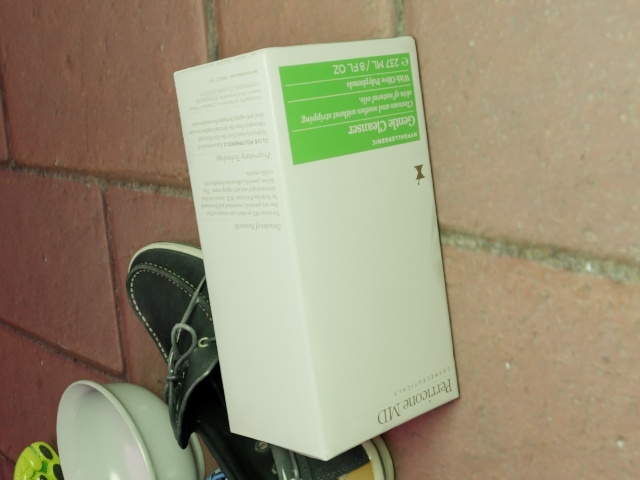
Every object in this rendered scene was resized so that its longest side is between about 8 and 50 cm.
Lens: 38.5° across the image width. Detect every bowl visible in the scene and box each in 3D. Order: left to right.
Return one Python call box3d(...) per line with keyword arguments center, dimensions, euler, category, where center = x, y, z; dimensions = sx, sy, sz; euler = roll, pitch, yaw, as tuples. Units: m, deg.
box3d(center=(-0.265, 0.334, 1.364), dimensions=(0.297, 0.134, 0.298), euler=(18, 114, 47), category="bowl")

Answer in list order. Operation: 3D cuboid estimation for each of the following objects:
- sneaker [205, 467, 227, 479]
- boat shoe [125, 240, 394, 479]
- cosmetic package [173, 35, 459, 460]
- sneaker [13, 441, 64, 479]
box3d(center=(-0.135, 0.341, 1.269), dimensions=(0.144, 0.059, 0.053), euler=(-38, 75, 50), category="sneaker")
box3d(center=(-0.120, 0.167, 1.125), dimensions=(0.500, 0.155, 0.187), euler=(44, 133, 35), category="boat shoe")
box3d(center=(0.000, 0.000, 0.895), dimensions=(0.155, 0.196, 0.366), euler=(0, 103, 49), category="cosmetic package")
box3d(center=(-0.553, 0.536, 1.791), dimensions=(0.123, 0.109, 0.296), euler=(5, 106, 45), category="sneaker")
